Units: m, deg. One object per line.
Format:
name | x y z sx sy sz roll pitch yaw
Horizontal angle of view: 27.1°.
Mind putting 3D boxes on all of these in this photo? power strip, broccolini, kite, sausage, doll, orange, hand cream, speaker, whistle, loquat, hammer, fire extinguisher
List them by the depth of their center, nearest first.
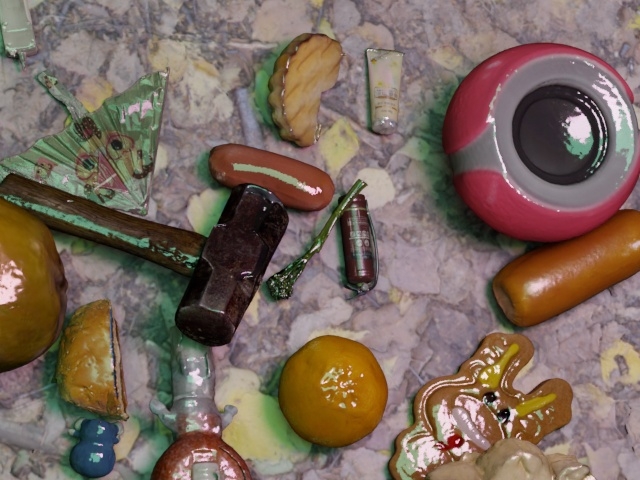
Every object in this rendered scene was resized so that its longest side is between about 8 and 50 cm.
loquat | -0.476 0.050 1.752 0.284 0.276 0.276 3 75 -11
whistle | -0.167 0.281 1.821 0.142 0.133 0.346 -5 68 -1
doll | -0.315 0.285 1.832 0.076 0.050 0.083 9 76 -2
orange | 0.018 0.210 1.861 0.159 0.136 0.159 2 78 -9
hammer | -0.269 -0.010 1.884 0.409 0.095 0.242 17 52 4
speaker | 0.325 -0.134 1.935 0.294 0.294 0.294 2 75 -9
broccolini | 0.000 0.000 1.940 0.044 0.042 0.218 40 87 5
sausage | -0.073 -0.094 1.960 0.194 0.077 0.077 16 73 -4
kite | -0.334 -0.144 1.962 0.323 0.013 0.267 -32 83 -16
fire extinguisher | 0.055 0.011 1.969 0.064 0.043 0.158 2 74 -31
power strip | -0.458 -0.341 1.984 0.048 0.030 0.191 -10 77 -13
sausage | 0.386 0.037 1.987 0.274 0.105 0.105 -26 81 -14
hand cream | 0.101 -0.231 2.047 0.061 0.039 0.143 3 70 -6

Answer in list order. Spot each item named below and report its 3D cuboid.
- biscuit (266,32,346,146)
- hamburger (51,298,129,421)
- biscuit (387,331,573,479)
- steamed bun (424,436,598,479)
biscuit | -0.033 -0.241 2.008 0.118 0.061 0.183 38 67 -42
hamburger | -0.324 0.170 1.840 0.102 0.087 0.176 -7 79 -13
biscuit | 0.227 0.266 1.930 0.295 0.044 0.186 -41 83 -17
steamed bun | 0.243 0.398 1.840 0.292 0.137 0.295 30 96 -19
